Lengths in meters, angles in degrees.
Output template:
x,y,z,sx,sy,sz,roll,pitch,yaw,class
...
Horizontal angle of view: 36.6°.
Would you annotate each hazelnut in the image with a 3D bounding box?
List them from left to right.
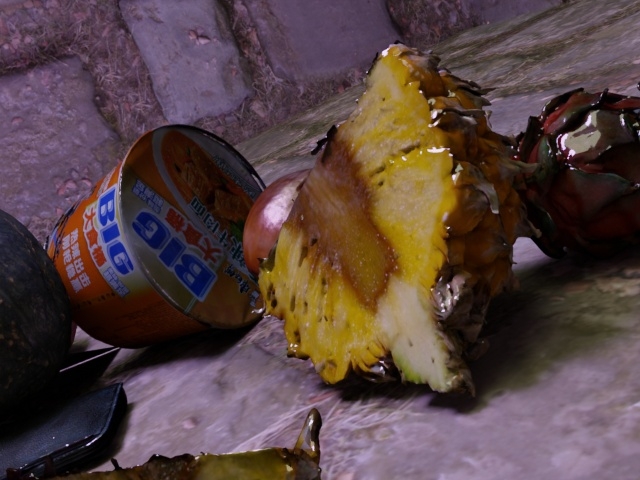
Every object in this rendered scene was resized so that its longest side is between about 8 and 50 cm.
x,y,z,sx,sy,sz,roll,pitch,yaw,class
0.000,0.000,1.188,0.182,0.182,0.182,-23,13,6,hazelnut

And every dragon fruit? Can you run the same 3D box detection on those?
x,y,z,sx,sy,sz,roll,pitch,yaw,class
0.271,-0.068,0.967,0.182,0.182,0.188,-29,1,-17,dragon fruit

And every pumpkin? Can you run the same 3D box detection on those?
x,y,z,sx,sy,sz,roll,pitch,yaw,class
-0.472,0.094,1.199,0.291,0.257,0.328,-38,41,-28,pumpkin

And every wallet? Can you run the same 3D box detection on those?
x,y,z,sx,sy,sz,roll,pitch,yaw,class
-0.374,0.256,1.099,0.318,0.045,0.172,-21,15,0,wallet

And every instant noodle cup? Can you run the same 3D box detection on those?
x,y,z,sx,sy,sz,roll,pitch,yaw,class
-0.221,0.013,1.318,0.214,0.296,0.296,-25,11,36,instant noodle cup

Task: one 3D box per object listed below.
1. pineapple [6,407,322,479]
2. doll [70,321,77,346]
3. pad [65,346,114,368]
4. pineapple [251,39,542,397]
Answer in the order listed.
x,y,z,sx,sy,sz,roll,pitch,yaw,class
-0.110,0.224,0.647,0.335,0.158,0.161,-18,-24,11,pineapple
-0.508,0.150,1.504,0.256,0.152,0.196,-20,14,-18,doll
-0.425,0.199,1.380,0.246,0.006,0.170,-22,-7,10,pad
0.121,0.028,0.918,0.209,0.286,0.344,-2,-43,-38,pineapple
